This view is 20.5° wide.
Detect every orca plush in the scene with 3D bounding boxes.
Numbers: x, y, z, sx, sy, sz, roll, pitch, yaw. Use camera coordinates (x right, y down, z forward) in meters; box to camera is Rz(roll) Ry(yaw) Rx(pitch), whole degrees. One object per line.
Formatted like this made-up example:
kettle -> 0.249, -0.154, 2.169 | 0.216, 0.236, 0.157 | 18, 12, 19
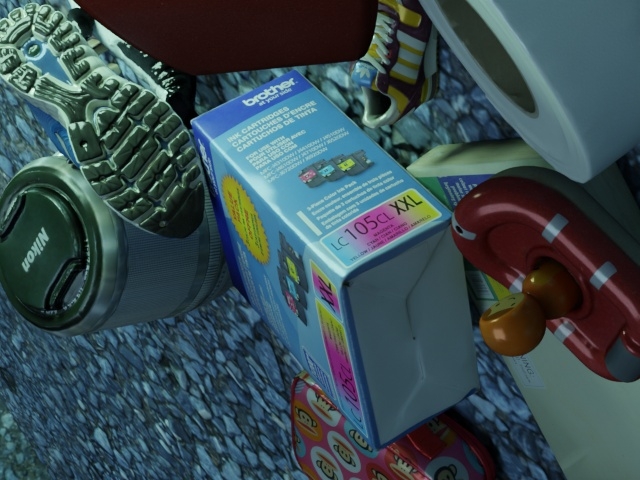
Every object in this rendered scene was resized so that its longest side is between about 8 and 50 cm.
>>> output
orca plush -> -0.207, -0.257, 2.077 | 0.102, 0.151, 0.287 | -56, 39, 24

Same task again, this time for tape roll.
tape roll -> 0.168, -0.186, 1.433 | 0.286, 0.100, 0.286 | 52, 178, 3

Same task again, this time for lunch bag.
lunch bag -> 0.086, 0.267, 2.220 | 0.293, 0.120, 0.258 | 37, 149, 32

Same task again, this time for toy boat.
toy boat -> 0.203, 0.047, 1.601 | 0.231, 0.151, 0.151 | 45, 152, 15

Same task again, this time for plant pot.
plant pot -> -0.065, -0.286, 1.574 | 0.267, 0.267, 0.236 | -4, 154, 10

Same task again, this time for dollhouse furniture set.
dollhouse furniture set -> -0.337, -0.244, 2.335 | 0.114, 0.081, 0.091 | 19, 138, 50

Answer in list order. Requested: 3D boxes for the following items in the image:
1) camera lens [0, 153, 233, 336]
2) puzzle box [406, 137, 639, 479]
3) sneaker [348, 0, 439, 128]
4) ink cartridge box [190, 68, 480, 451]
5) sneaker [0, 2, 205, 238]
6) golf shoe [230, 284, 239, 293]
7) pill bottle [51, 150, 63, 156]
camera lens -> -0.252, -0.002, 2.203 | 0.219, 0.274, 0.219 | 6, 100, 40
puzzle box -> 0.265, 0.081, 1.772 | 0.272, 0.052, 0.409 | 1, 123, 59
sneaker -> 0.067, -0.190, 1.728 | 0.069, 0.084, 0.185 | 31, 147, 38
ink cartridge box -> 0.000, 0.000, 1.948 | 0.395, 0.151, 0.270 | 48, 158, 44
sneaker -> -0.240, -0.129, 2.027 | 0.330, 0.129, 0.147 | 49, 176, 17
golf shoe -> -0.071, 0.068, 2.302 | 0.176, 0.069, 0.086 | 26, 149, 45
pill bottle -> -0.293, -0.039, 2.471 | 0.208, 0.119, 0.119 | 50, 154, 8
